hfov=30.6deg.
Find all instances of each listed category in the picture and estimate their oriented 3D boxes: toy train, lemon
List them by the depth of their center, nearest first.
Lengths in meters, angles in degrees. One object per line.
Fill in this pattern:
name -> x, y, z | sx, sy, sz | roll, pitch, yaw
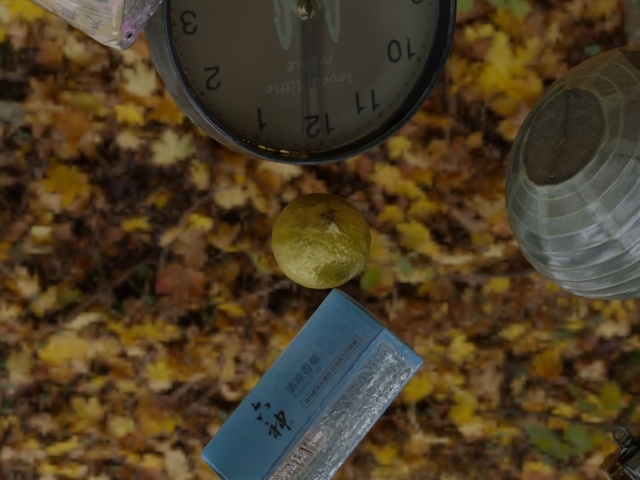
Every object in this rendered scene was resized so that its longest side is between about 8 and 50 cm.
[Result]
lemon -> 0.000, 0.000, 1.297 | 0.109, 0.109, 0.133 | 3, 170, -18
toy train -> 0.394, 0.289, 1.302 | 0.089, 0.219, 0.127 | -43, 179, -3

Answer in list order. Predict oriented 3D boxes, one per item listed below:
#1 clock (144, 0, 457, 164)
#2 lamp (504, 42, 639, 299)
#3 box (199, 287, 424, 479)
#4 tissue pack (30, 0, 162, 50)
clock -> -0.016, -0.276, 1.383 | 0.386, 0.386, 0.076 | 4, -169, -23
lamp -> 0.306, -0.067, 1.132 | 0.233, 0.265, 0.233 | 20, -174, -2
box -> -0.005, 0.179, 1.262 | 0.083, 0.232, 0.142 | 36, 177, 31
tissue pack -> -0.254, -0.297, 1.008 | 0.257, 0.123, 0.215 | 32, 157, 1
